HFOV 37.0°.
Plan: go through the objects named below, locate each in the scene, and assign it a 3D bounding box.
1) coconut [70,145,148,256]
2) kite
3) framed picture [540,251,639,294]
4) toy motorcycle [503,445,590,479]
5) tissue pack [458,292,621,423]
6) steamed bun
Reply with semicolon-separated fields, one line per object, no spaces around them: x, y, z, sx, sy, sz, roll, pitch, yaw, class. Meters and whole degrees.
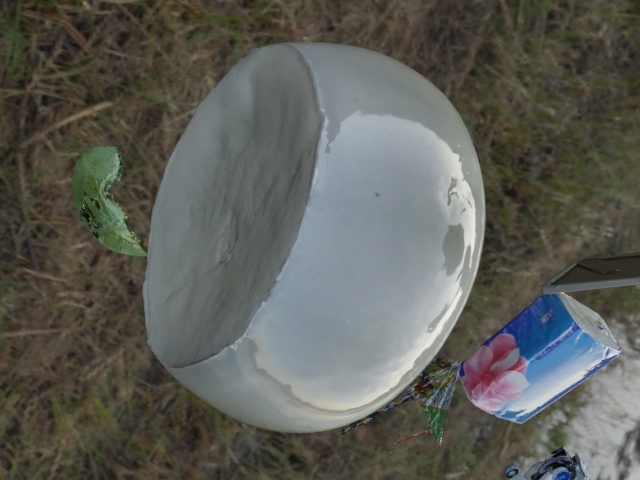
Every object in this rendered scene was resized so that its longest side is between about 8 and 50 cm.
-0.269;-0.040;1.194;0.055;0.133;0.158;-39;119;-37;coconut
0.136;0.268;1.592;0.244;0.198;0.006;-34;152;16;kite
0.532;0.053;1.767;0.260;0.189;0.023;-19;98;-58;framed picture
0.334;0.421;1.518;0.221;0.102;0.150;-37;126;9;toy motorcycle
0.437;0.240;1.904;0.270;0.137;0.209;-42;138;19;tissue pack
0.000;0.000;0.804;0.206;0.324;0.324;19;90;-32;steamed bun
